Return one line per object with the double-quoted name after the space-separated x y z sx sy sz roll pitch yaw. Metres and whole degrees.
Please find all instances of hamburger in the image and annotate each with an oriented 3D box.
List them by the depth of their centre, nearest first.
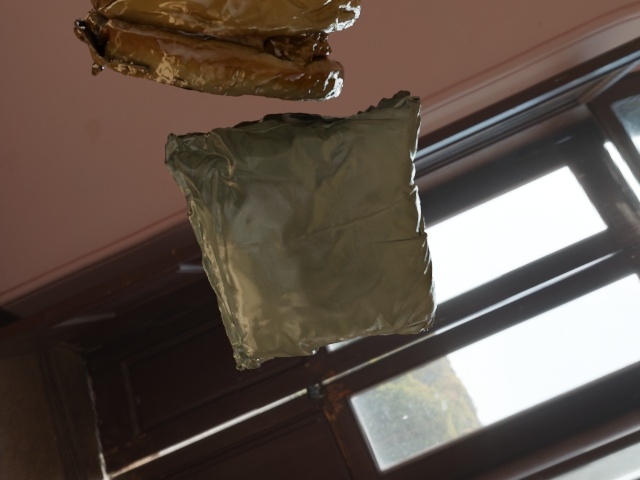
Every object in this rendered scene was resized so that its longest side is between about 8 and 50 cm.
-0.112 -0.241 0.562 0.319 0.318 0.158 -108 -158 -63 "hamburger"

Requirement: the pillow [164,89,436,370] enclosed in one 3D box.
0.000 0.000 0.605 0.138 0.283 0.310 -114 -169 -69 "pillow"
